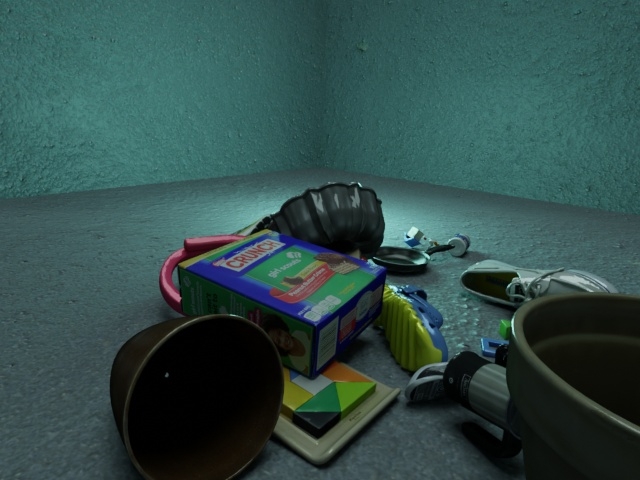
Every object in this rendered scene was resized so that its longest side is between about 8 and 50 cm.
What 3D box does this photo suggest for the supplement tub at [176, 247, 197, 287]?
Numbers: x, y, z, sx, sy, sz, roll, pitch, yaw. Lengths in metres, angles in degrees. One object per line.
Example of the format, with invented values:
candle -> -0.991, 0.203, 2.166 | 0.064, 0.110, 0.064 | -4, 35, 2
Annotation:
supplement tub -> -0.268, 0.069, 1.196 | 0.191, 0.116, 0.117 | -6, 18, -28

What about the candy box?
candy box -> -0.070, 0.099, 0.908 | 0.317, 0.122, 0.268 | 17, 26, 28

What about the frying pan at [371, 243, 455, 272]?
frying pan -> 0.286, 0.046, 1.498 | 0.197, 0.053, 0.326 | 14, 18, 34

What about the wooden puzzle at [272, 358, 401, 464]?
wooden puzzle -> -0.019, 0.246, 0.761 | 0.239, 0.044, 0.221 | 15, 20, 35

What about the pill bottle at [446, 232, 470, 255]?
pill bottle -> 0.493, 0.011, 1.626 | 0.067, 0.067, 0.120 | 11, 18, 27

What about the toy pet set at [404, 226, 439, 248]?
toy pet set -> 0.363, 0.010, 1.664 | 0.114, 0.065, 0.122 | 34, 3, -30

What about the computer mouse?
computer mouse -> 0.230, 0.227, 0.782 | 0.193, 0.106, 0.042 | -6, 42, -12

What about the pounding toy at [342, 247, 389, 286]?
pounding toy -> 0.107, 0.098, 1.165 | 0.100, 0.141, 0.130 | -24, 13, 10

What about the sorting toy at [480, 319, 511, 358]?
sorting toy -> 0.505, 0.226, 0.918 | 0.348, 0.047, 0.196 | 12, 18, 27

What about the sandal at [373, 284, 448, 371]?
sandal -> 0.197, 0.164, 0.958 | 0.138, 0.126, 0.317 | 4, 17, -11

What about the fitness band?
fitness band -> -0.228, 0.084, 1.085 | 0.291, 0.054, 0.209 | -5, 56, -27

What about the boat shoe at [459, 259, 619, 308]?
boat shoe -> 0.505, 0.124, 1.119 | 0.157, 0.135, 0.367 | -11, 18, -40

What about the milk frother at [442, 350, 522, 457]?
milk frother -> 0.283, 0.236, 0.683 | 0.143, 0.129, 0.135 | -11, 9, -21

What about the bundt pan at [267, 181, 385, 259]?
bundt pan -> 0.030, -0.004, 1.241 | 0.331, 0.330, 0.124 | -4, 55, -23

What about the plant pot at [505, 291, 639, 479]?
plant pot -> 0.329, 0.235, 0.436 | 0.323, 0.280, 0.323 | 3, 17, -1

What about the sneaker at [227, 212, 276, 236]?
sneaker -> -0.226, 0.000, 1.372 | 0.300, 0.111, 0.121 | -32, 27, -35

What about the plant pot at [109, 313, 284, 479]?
plant pot -> -0.205, 0.199, 0.654 | 0.215, 0.215, 0.230 | -11, 7, -40
